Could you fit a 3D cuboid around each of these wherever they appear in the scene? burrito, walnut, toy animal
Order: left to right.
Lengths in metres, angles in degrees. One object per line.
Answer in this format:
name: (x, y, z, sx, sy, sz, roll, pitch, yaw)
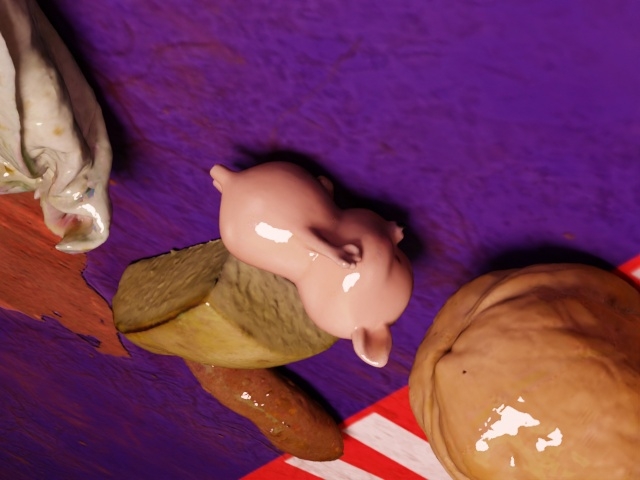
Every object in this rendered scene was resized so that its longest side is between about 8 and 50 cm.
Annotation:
burrito: (-0.190, -0.093, 0.615, 0.144, 0.089, 0.229, 25, 152, 29)
toy animal: (-0.004, 0.005, 0.634, 0.150, 0.083, 0.089, 43, 128, 2)
walnut: (0.132, 0.086, 0.606, 0.166, 0.149, 0.166, 21, -177, -1)

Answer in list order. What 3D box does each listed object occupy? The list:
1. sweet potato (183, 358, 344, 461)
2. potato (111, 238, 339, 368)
sweet potato: (-0.049, 0.124, 0.876, 0.218, 0.051, 0.065, 44, 160, -29)
potato: (-0.077, 0.068, 0.785, 0.149, 0.081, 0.120, -13, 131, 46)
